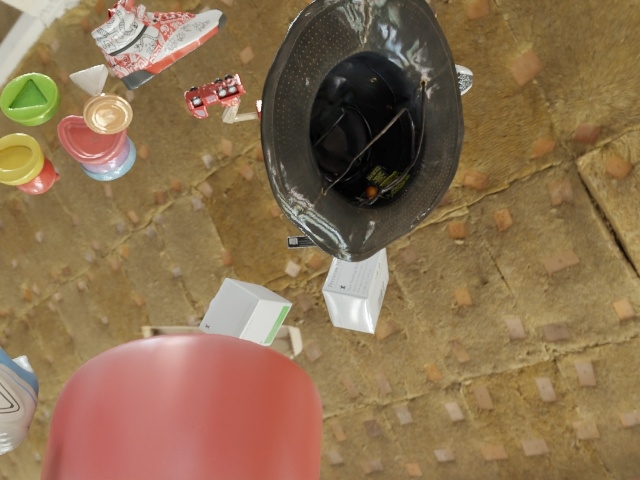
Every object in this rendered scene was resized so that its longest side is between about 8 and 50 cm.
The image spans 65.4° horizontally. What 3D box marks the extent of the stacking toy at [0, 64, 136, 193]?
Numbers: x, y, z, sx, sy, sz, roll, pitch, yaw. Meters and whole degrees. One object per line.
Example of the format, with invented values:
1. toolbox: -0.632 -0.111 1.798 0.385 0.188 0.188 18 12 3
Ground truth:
1. stacking toy: -0.596 -0.251 1.180 0.308 0.130 0.280 -10 -110 -3

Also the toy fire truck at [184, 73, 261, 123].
1. toy fire truck: -0.217 -0.329 1.208 0.191 0.135 0.047 -20 -123 -1

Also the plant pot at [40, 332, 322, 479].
1. plant pot: -0.121 0.258 0.426 0.274 0.243 0.275 -3 -52 -4

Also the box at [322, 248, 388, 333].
1. box: 0.097 0.114 1.299 0.118 0.181 0.182 8 -36 18

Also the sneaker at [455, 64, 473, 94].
1. sneaker: 0.252 -0.430 1.324 0.291 0.118 0.110 -3 -40 7

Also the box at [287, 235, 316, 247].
1. box: 0.000 0.000 1.611 0.206 0.114 0.036 -4 -90 0

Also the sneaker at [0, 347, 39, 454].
1. sneaker: -0.266 0.074 0.310 0.085 0.237 0.086 -17 -123 -4

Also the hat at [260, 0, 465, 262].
1. hat: 0.037 -0.146 0.631 0.134 0.331 0.332 32 -60 48

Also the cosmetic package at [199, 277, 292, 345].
1. cosmetic package: -0.256 0.266 1.793 0.155 0.365 0.197 28 -91 16

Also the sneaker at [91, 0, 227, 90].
1. sneaker: -0.326 -0.441 1.016 0.090 0.270 0.145 24 -28 55

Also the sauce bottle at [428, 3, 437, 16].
1. sauce bottle: 0.251 -0.531 1.217 0.042 0.128 0.042 0 -88 -1

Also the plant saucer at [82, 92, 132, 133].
1. plant saucer: -0.380 -0.224 0.892 0.083 0.083 0.013 -51 -128 29
